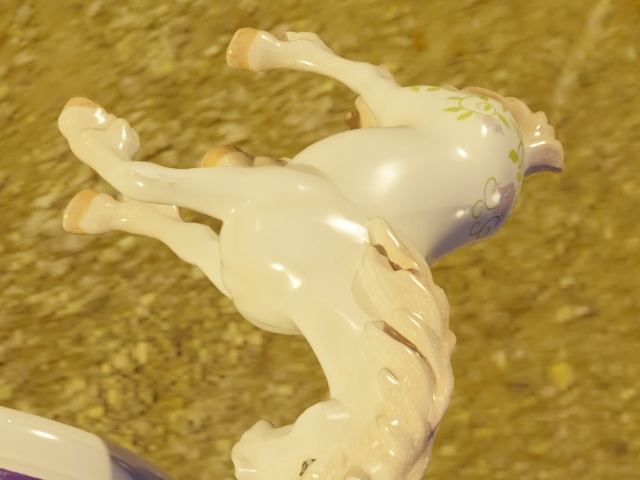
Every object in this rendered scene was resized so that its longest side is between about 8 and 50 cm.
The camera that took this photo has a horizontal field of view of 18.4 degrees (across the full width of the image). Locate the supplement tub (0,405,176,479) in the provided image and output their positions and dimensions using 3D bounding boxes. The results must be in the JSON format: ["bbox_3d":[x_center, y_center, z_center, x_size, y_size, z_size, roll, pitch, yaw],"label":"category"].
[{"bbox_3d":[-0.206,0.269,1.020,0.241,0.241,0.331,22,64,-24],"label":"supplement tub"}]

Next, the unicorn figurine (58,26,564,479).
[{"bbox_3d":[0.000,0.000,0.423,0.162,0.111,0.060,-46,146,-36],"label":"unicorn figurine"}]
